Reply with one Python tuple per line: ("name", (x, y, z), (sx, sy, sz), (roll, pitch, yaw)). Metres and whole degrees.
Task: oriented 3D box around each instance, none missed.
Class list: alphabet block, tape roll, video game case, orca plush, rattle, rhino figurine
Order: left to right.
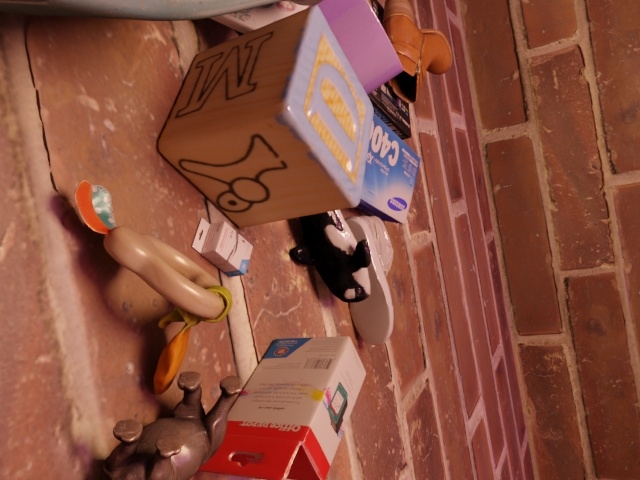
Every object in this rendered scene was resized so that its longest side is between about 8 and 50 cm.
("rattle", (-0.206, 0.050, 0.543), (0.199, 0.143, 0.130), (36, 17, -33))
("rhino figurine", (-0.172, 0.223, 0.494), (0.243, 0.073, 0.106), (-31, 145, -58))
("video game case", (-0.100, -0.350, 0.733), (0.019, 0.157, 0.143), (119, -6, -57))
("alphabet block", (-0.061, -0.153, 0.686), (0.192, 0.197, 0.193), (51, 41, -44))
("orca plush", (0.000, 0.000, 0.850), (0.102, 0.151, 0.287), (-32, 131, -22))
("tape roll", (0.047, -0.412, 0.952), (0.275, 0.090, 0.275), (54, 14, -21))

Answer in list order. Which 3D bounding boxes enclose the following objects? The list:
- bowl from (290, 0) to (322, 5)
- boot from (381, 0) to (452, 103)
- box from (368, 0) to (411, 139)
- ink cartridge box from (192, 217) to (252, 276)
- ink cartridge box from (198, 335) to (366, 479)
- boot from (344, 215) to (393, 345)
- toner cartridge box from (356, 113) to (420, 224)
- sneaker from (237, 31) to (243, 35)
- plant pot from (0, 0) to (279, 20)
("bowl", (-0.101, -0.410, 0.591), (0.134, 0.298, 0.298), (-30, 113, -20))
("boot", (0.240, -0.428, 1.240), (0.283, 0.109, 0.220), (32, 54, -50))
("box", (0.132, -0.425, 1.235), (0.295, 0.073, 0.293), (18, 65, -58))
("ink cartridge box", (-0.130, 0.008, 0.689), (0.083, 0.028, 0.048), (46, 44, -45))
("ink cartridge box", (-0.041, 0.233, 0.678), (0.231, 0.134, 0.078), (-56, 130, -50))
("boot", (0.116, 0.073, 1.041), (0.123, 0.095, 0.258), (-12, 91, -54))
("toner cartridge box", (0.099, -0.152, 1.054), (0.348, 0.075, 0.165), (20, 84, -58))
("sneaker", (-0.036, -0.357, 0.889), (0.283, 0.107, 0.124), (37, 46, -52))
("plant pot", (-0.190, -0.305, 0.420), (0.252, 0.247, 0.247), (-47, 142, -41))
